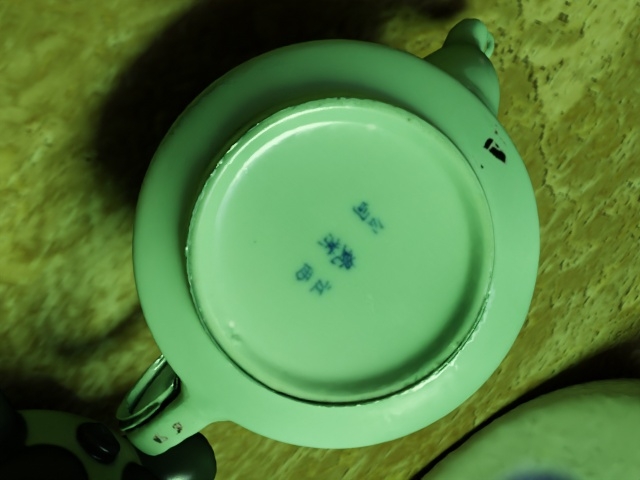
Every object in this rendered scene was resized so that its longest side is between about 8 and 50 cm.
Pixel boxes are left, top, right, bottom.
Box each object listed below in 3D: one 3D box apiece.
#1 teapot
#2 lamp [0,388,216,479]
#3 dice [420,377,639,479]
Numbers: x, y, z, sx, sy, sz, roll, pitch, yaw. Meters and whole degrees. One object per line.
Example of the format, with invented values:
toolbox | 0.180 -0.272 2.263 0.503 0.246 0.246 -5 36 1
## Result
teapot | 0.000 0.000 0.801 0.232 0.159 0.159 -48 144 2
lamp | -0.091 0.179 0.793 0.197 0.244 0.198 -13 144 -10
dice | 0.189 0.246 1.126 0.243 0.251 0.259 -37 144 -7
